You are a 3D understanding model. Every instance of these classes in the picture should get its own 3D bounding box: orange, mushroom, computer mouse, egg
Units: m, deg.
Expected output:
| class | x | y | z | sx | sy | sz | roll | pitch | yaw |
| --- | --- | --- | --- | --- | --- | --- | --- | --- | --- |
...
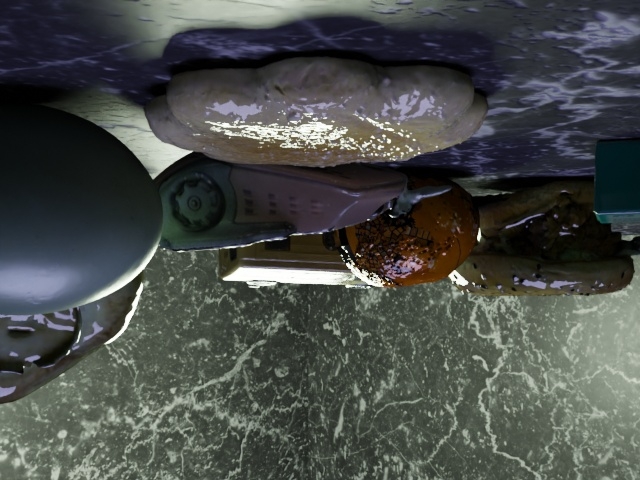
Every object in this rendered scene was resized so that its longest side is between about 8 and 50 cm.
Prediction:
| class | x | y | z | sx | sy | sz | roll | pitch | yaw |
| --- | --- | --- | --- | --- | --- | --- | --- | --- | --- |
| orange | 0.135 | -0.019 | 1.305 | 0.234 | 0.182 | 0.234 | -11 | 170 | -2 |
| mushroom | -0.388 | 0.047 | 1.001 | 0.352 | 0.352 | 0.260 | 2 | -154 | -30 |
| computer mouse | -0.045 | -0.065 | 0.971 | 0.388 | 0.115 | 0.199 | -6 | -168 | 10 |
| egg | -0.293 | -0.031 | 0.795 | 0.282 | 0.203 | 0.203 | 8 | 175 | -13 |

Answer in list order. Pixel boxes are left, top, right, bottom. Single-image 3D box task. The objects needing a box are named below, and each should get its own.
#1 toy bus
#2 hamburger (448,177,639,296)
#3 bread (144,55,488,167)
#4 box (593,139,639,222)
| class | x | y | z | sx | sy | sz | roll | pitch | yaw |
| --- | --- | --- | --- | --- | --- | --- | --- | --- | --- |
| toy bus | 0.000 | 0.000 | 1.582 | 0.365 | 0.177 | 0.202 | 2 | 170 | -18 |
| hamburger | 0.392 | 0.001 | 1.429 | 0.317 | 0.195 | 0.276 | -1 | 179 | -26 |
| bread | -0.001 | -0.107 | 0.765 | 0.315 | 0.054 | 0.316 | -1 | 175 | 0 |
| box | 0.462 | -0.072 | 1.012 | 0.244 | 0.092 | 0.153 | 0 | 178 | 19 |
